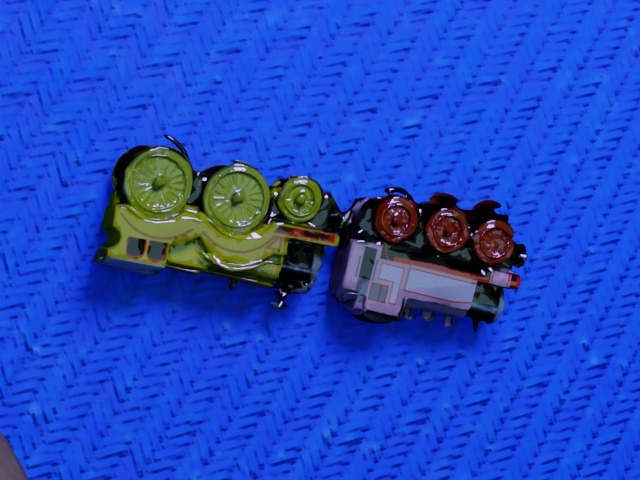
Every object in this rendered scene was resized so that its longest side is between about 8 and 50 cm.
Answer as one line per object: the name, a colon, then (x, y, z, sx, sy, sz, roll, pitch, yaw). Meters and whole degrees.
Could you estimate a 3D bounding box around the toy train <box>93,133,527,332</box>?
toy train: (0.000, 0.000, 0.796, 0.250, 0.053, 0.085, 10, 89, -16)

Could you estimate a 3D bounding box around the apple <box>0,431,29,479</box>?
apple: (-0.257, 0.170, 0.594, 0.292, 0.254, 0.291, 2, 82, -12)
